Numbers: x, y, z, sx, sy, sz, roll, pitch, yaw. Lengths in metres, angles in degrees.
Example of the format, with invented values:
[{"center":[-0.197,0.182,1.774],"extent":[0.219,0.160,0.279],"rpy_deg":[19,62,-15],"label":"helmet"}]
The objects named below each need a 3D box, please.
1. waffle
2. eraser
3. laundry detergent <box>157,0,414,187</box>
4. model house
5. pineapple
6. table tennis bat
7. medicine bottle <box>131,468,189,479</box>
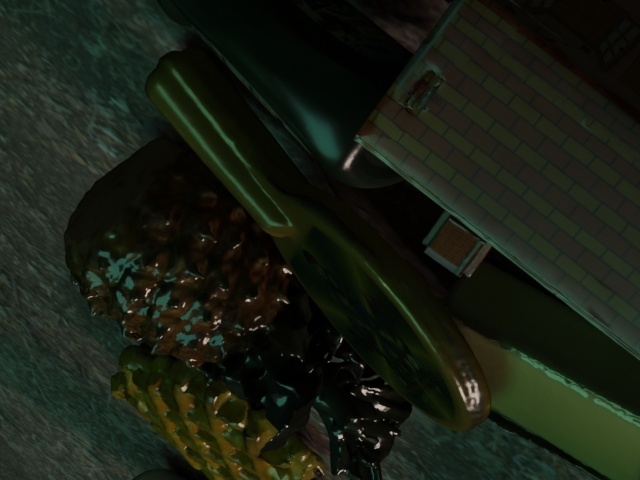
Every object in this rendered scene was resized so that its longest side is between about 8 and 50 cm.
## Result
[{"center":[-0.083,0.197,1.735],"extent":[0.291,0.051,0.291],"rpy_deg":[33,159,15],"label":"waffle"},{"center":[0.160,0.093,1.185],"extent":[0.172,0.058,0.117],"rpy_deg":[29,154,19],"label":"eraser"},{"center":[-0.027,-0.124,1.005],"extent":[0.221,0.078,0.144],"rpy_deg":[43,-163,20],"label":"laundry detergent"},{"center":[0.141,-0.052,0.828],"extent":[0.294,0.154,0.207],"rpy_deg":[37,158,3],"label":"model house"},{"center":[-0.048,0.071,1.322],"extent":[0.141,0.170,0.310],"rpy_deg":[-33,115,28],"label":"pineapple"},{"center":[0.000,0.000,1.190],"extent":[0.321,0.050,0.198],"rpy_deg":[49,166,0],"label":"table tennis bat"},{"center":[-0.103,0.384,1.958],"extent":[0.293,0.170,0.170],"rpy_deg":[27,154,22],"label":"medicine bottle"}]
